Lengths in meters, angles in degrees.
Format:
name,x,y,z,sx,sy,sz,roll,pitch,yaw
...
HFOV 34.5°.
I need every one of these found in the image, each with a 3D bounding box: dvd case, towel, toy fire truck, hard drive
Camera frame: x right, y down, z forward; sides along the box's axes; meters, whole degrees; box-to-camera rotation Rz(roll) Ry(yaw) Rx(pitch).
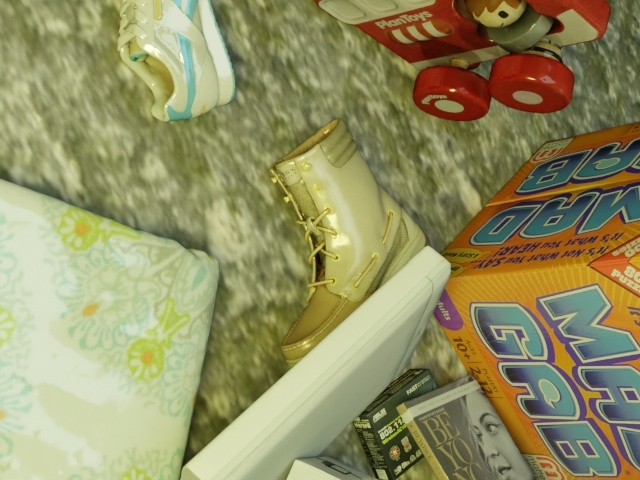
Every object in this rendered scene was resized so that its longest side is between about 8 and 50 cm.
name,x,y,z,sx,sy,sz,roll,pitch,yaw
dvd case,0.197,0.275,1.242,0.164,0.018,0.221,-10,63,-51
towel,-0.276,0.115,0.959,0.374,0.090,0.320,22,72,-34
toy fire truck,0.171,-0.271,1.230,0.254,0.302,0.169,23,75,-38
hard drive,-0.009,0.177,1.078,0.047,0.233,0.353,40,57,17

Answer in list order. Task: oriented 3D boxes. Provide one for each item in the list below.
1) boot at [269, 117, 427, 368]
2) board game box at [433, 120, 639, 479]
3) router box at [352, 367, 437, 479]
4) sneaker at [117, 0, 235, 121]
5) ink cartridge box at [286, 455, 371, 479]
name,x,y,z,sx,sy,sz,roll,pitch,yaw
boot,0.000,0.000,1.186,0.262,0.095,0.203,-48,114,-34
board game box,0.422,0.078,1.341,0.356,0.356,0.356,-43,110,-34
router box,0.102,0.225,1.274,0.122,0.038,0.092,-30,102,-37
sneaker,-0.172,-0.238,1.088,0.092,0.087,0.229,-29,100,-35
ink cartridge box,-0.004,0.294,1.105,0.109,0.063,0.150,-67,164,-5
